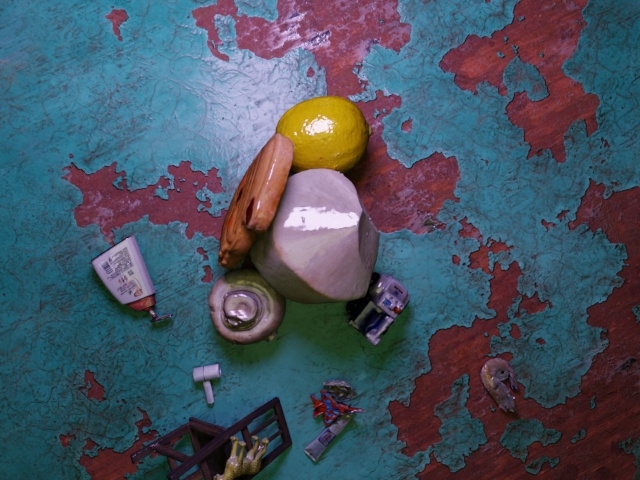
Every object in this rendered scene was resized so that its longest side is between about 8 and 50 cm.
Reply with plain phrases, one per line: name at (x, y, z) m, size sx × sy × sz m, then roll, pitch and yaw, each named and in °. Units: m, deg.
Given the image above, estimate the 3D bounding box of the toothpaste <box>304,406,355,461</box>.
toothpaste at (0.038, 0.654, 1.435) m, size 0.060 × 0.038 × 0.233 m, roll 43°, pitch 92°, yaw -3°

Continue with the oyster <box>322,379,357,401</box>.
oyster at (0.070, 0.508, 1.434) m, size 0.098 × 0.037 × 0.100 m, roll -19°, pitch 117°, yaw 15°

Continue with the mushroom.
mushroom at (-0.225, 0.209, 1.314) m, size 0.255 × 0.184 × 0.254 m, roll 1°, pitch 79°, yaw -6°

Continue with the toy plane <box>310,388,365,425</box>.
toy plane at (0.058, 0.558, 1.405) m, size 0.189 × 0.061 × 0.130 m, roll -5°, pitch 95°, yaw 13°

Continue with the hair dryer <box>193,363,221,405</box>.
hair dryer at (-0.364, 0.478, 1.386) m, size 0.082 × 0.047 × 0.137 m, roll -9°, pitch 100°, yaw -5°

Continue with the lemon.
lemon at (-0.002, -0.306, 1.267) m, size 0.320 × 0.245 × 0.245 m, roll -10°, pitch 94°, yaw 4°

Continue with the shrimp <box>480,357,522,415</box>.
shrimp at (0.648, 0.511, 1.474) m, size 0.126 × 0.047 × 0.223 m, roll -36°, pitch 94°, yaw -12°

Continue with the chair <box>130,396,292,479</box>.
chair at (-0.332, 0.669, 1.343) m, size 0.241 × 0.416 × 0.203 m, roll -11°, pitch 95°, yaw 41°

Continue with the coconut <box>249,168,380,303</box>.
coconut at (0.000, 0.000, 1.199) m, size 0.415 × 0.415 × 0.344 m, roll 41°, pitch 57°, yaw -6°

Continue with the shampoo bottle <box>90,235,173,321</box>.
shampoo bottle at (-0.584, 0.142, 1.334) m, size 0.153 × 0.071 × 0.284 m, roll -32°, pitch 98°, yaw -5°

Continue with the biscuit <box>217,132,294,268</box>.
biscuit at (-0.197, -0.112, 1.180) m, size 0.078 × 0.455 × 0.349 m, roll 25°, pitch 53°, yaw -18°

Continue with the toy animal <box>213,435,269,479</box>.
toy animal at (-0.223, 0.655, 1.247) m, size 0.073 × 0.181 × 0.136 m, roll 5°, pitch 74°, yaw 32°

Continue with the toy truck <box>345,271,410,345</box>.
toy truck at (0.191, 0.217, 1.349) m, size 0.161 × 0.177 × 0.213 m, roll 38°, pitch 90°, yaw -5°
